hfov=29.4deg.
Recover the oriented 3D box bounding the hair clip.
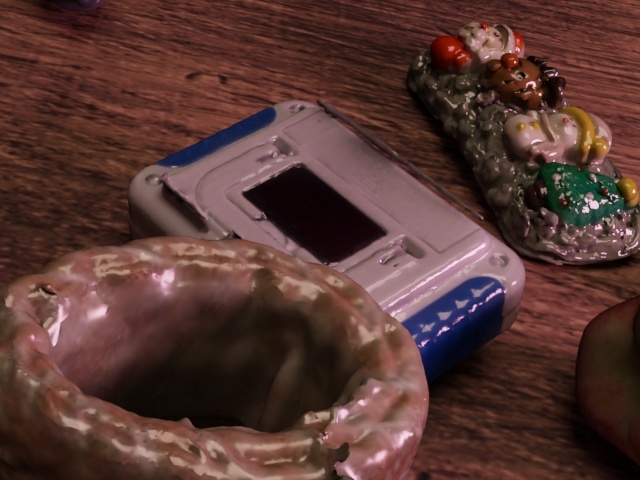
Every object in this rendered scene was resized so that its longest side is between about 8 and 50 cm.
[{"bbox_3d":[0.177,-0.109,1.071,0.138,0.091,0.321,-3,37,-19],"label":"hair clip"}]

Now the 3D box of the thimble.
[{"bbox_3d":[-0.066,0.098,0.646,0.229,0.148,0.196,16,34,-1],"label":"thimble"}]

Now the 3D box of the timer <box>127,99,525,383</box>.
[{"bbox_3d":[0.000,0.000,0.841,0.178,0.078,0.253,-30,53,-30],"label":"timer"}]

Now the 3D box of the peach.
[{"bbox_3d":[0.250,0.083,0.793,0.152,0.152,0.152,10,35,-7],"label":"peach"}]

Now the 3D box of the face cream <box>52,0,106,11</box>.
[{"bbox_3d":[-0.253,-0.307,1.198,0.092,0.092,0.311,0,38,-20],"label":"face cream"}]
